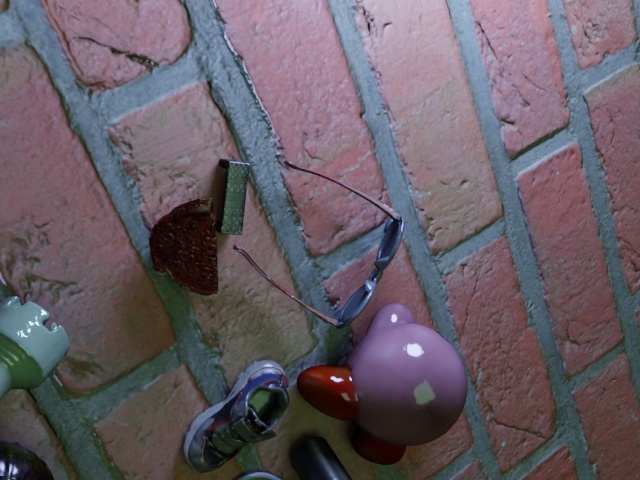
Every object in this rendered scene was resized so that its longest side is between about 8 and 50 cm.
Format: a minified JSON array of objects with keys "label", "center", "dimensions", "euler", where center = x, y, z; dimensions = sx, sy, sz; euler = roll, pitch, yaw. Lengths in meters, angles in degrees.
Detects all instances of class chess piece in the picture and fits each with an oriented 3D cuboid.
[{"label":"chess piece","center":[-0.466,0.210,0.941],"dimensions":[0.195,0.194,0.299],"euler":[60,39,-23]}]

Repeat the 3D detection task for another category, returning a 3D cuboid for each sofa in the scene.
[{"label":"sofa","center":[-0.145,-0.071,1.173],"dimensions":[0.039,0.060,0.118],"euler":[4,98,-23]}]

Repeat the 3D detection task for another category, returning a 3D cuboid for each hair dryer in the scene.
[{"label":"hair dryer","center":[0.058,0.491,1.338],"dimensions":[0.078,0.195,0.248],"euler":[-38,137,-3]}]

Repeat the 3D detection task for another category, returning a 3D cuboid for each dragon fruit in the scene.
[{"label":"dragon fruit","center":[-0.214,0.002,1.145],"dimensions":[0.106,0.083,0.162],"euler":[-4,113,-7]}]

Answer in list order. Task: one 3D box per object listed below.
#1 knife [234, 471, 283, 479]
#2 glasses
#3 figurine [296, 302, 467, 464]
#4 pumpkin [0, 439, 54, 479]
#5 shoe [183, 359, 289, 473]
[{"label":"knife","center":[-0.027,0.508,1.364],"dimensions":[0.343,0.027,0.061],"euler":[38,85,-29]},{"label":"glasses","center":[0.000,0.000,1.268],"dimensions":[0.268,0.118,0.234],"euler":[33,85,-15]},{"label":"figurine","center":[0.147,0.272,1.309],"dimensions":[0.261,0.211,0.270],"euler":[-45,117,-14]},{"label":"pumpkin","center":[-0.481,0.403,1.021],"dimensions":[0.237,0.159,0.238],"euler":[-4,98,-32]},{"label":"shoe","center":[-0.124,0.309,1.220],"dimensions":[0.227,0.125,0.099],"euler":[-49,120,-14]}]
